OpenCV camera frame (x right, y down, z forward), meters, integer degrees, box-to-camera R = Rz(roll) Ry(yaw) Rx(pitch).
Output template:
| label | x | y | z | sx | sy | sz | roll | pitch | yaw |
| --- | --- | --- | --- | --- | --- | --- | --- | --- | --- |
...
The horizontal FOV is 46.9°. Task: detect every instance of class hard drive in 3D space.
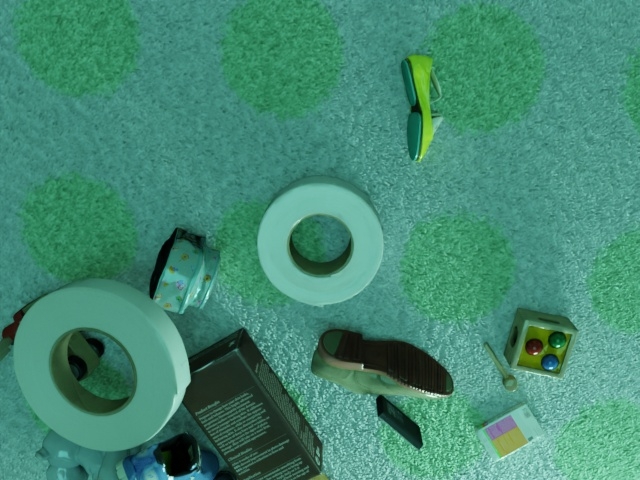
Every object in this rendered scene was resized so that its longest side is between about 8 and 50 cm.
| label | x | y | z | sx | sy | sz | roll | pitch | yaw |
| --- | --- | --- | --- | --- | --- | --- | --- | --- | --- |
| hard drive | 0.192 | 0.442 | 1.793 | 0.135 | 0.094 | 0.022 | 41 | 102 | -9 |

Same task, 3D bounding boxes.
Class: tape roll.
| label | x | y | z | sx | sy | sz | roll | pitch | yaw |
| --- | --- | --- | --- | --- | --- | --- | --- | --- | --- |
| tape roll | -0.480 | 0.274 | 1.611 | 0.392 | 0.072 | 0.392 | 3 | 105 | 13 |
| tape roll | 0.000 | 0.000 | 1.672 | 0.286 | 0.100 | 0.286 | 0 | 106 | 1 |

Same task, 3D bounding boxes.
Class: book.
| label | x | y | z | sx | sy | sz | roll | pitch | yaw |
| --- | --- | --- | --- | --- | --- | --- | --- | --- | --- |
| book | 0.468 | 0.473 | 1.829 | 0.144 | 0.035 | 0.096 | -31 | 100 | 9 |

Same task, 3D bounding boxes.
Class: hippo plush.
| label | x | y | z | sx | sy | sz | roll | pitch | yaw |
| --- | --- | --- | --- | --- | --- | --- | --- | --- | --- |
| hippo plush | -0.559 | 0.530 | 1.766 | 0.237 | 0.234 | 0.294 | 2 | 106 | 0 |

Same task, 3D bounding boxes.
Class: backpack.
| label | x | y | z | sx | sy | sz | roll | pitch | yaw |
| --- | --- | --- | --- | --- | --- | --- | --- | --- | --- |
| backpack | -0.307 | 0.078 | 1.655 | 0.144 | 0.188 | 0.165 | 24 | 104 | -5 |

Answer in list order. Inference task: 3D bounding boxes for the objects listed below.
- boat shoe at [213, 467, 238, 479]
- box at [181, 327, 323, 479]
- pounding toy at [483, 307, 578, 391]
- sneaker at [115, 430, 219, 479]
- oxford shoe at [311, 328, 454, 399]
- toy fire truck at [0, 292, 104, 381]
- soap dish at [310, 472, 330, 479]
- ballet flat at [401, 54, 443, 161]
| label | x | y | z | sx | sy | sz | roll | pitch | yaw |
| --- | --- | --- | --- | --- | --- | --- | --- | --- | --- |
| boat shoe | -0.283 | 0.699 | 1.864 | 0.095 | 0.079 | 0.254 | 32 | 97 | 13 |
| box | -0.170 | 0.425 | 1.778 | 0.191 | 0.143 | 0.381 | -29 | 105 | 9 |
| pounding toy | 0.482 | 0.274 | 1.739 | 0.181 | 0.094 | 0.206 | 12 | 105 | -2 |
| sneaker | -0.321 | 0.531 | 1.728 | 0.147 | 0.330 | 0.129 | -33 | 67 | 13 |
| oxford shoe | 0.146 | 0.315 | 1.768 | 0.348 | 0.123 | 0.130 | 20 | 132 | -5 |
| toy fire truck | -0.685 | 0.274 | 1.753 | 0.246 | 0.158 | 0.217 | -28 | 104 | 21 |
| soap dish | -0.011 | 0.743 | 1.872 | 0.229 | 0.118 | 0.291 | -38 | 103 | 11 |
| ballet flat | 0.226 | -0.288 | 1.602 | 0.077 | 0.077 | 0.231 | -10 | 104 | -13 |
